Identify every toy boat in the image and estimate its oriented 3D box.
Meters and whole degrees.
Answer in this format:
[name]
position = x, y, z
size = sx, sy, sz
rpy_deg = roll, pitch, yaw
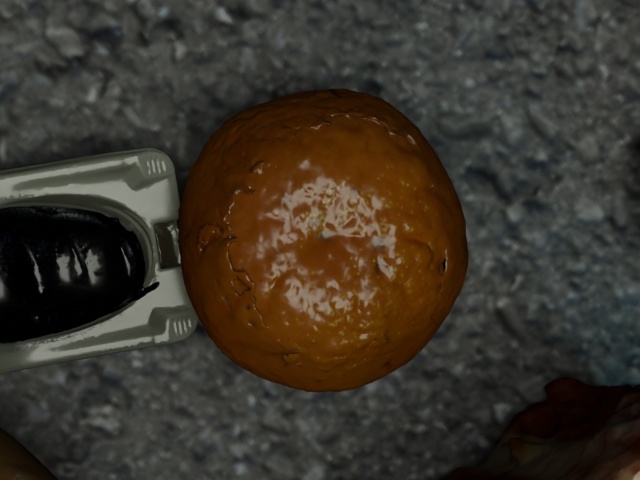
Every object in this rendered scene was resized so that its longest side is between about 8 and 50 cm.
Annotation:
[toy boat]
position = -0.211, 0.027, 1.227
size = 0.269, 0.141, 0.140
rpy_deg = -12, 100, -21

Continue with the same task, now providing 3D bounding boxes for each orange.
[orange]
position = 0.000, 0.000, 1.239
size = 0.193, 0.161, 0.193
rpy_deg = 1, 87, -16

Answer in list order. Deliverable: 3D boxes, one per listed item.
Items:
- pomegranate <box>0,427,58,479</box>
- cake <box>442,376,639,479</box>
[pomegranate]
position = -0.246, 0.230, 1.201
size = 0.270, 0.229, 0.252
rpy_deg = 23, 103, -34
[cake]
position = 0.177, 0.262, 1.217
size = 0.319, 0.269, 0.270
rpy_deg = -38, 94, -14
